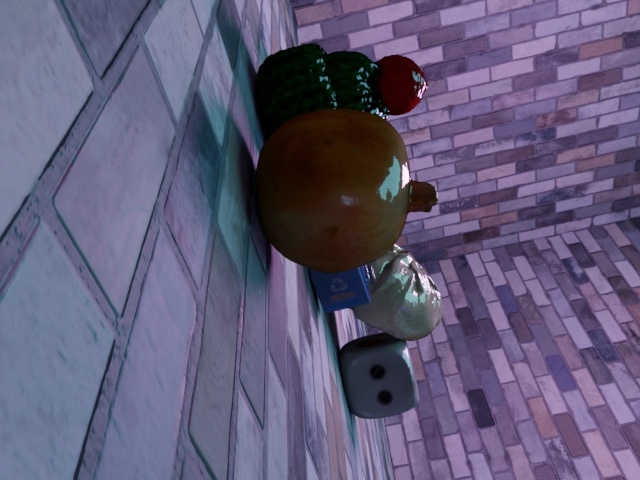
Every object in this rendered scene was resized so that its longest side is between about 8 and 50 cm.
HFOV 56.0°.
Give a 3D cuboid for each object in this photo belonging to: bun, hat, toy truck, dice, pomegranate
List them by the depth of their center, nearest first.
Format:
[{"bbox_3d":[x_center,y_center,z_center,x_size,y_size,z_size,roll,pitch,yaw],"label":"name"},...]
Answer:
[{"bbox_3d":[0.038,-0.076,0.908,0.252,0.270,0.229,-85,172,-51],"label":"pomegranate"},{"bbox_3d":[0.053,-0.262,1.185,0.242,0.332,0.274,-97,171,-63],"label":"hat"},{"bbox_3d":[0.040,-0.002,1.485,0.175,0.146,0.367,64,14,-53],"label":"toy truck"},{"bbox_3d":[0.161,0.368,1.658,0.193,0.194,0.192,-57,136,-86],"label":"dice"},{"bbox_3d":[0.181,0.118,1.675,0.219,0.365,0.365,-60,178,5],"label":"bun"}]
